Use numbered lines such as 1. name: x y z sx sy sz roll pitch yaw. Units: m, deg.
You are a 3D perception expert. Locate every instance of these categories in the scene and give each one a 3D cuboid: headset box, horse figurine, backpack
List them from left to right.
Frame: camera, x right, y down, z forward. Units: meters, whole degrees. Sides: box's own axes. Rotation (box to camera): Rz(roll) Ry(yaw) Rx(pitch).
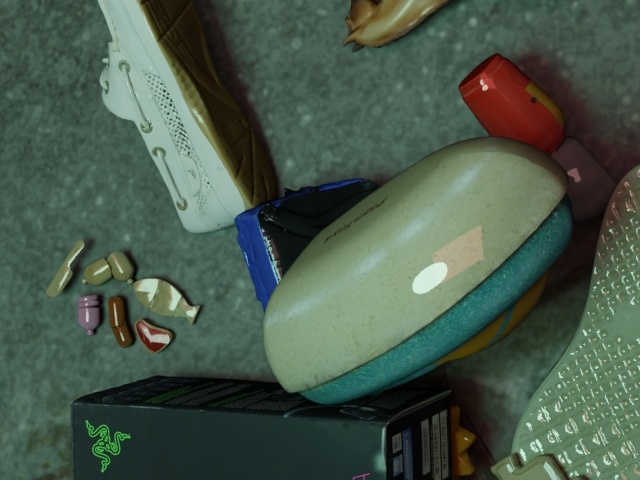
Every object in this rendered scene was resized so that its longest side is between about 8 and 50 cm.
1. headset box: -0.051 0.234 1.186 0.283 0.131 0.246 1 95 26
2. backpack: 0.000 0.000 1.245 0.120 0.101 0.098 -19 98 -21
3. horse figurine: 0.136 -0.253 1.250 0.263 0.066 0.174 -4 78 17

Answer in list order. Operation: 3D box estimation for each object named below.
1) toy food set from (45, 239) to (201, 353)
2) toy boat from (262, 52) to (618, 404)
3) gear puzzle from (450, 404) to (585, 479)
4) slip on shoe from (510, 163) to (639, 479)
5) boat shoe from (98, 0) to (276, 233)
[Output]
1. toy food set: -0.168 0.055 1.331 0.122 0.019 0.078 33 95 8
2. toy boat: 0.111 -0.005 1.120 0.148 0.318 0.267 47 138 -9
3. gear puzzle: 0.151 0.256 1.173 0.175 0.044 0.339 -43 74 38
4. slip on shoe: 0.233 0.097 1.174 0.123 0.101 0.331 22 104 29
5. boat shoe: -0.138 -0.130 1.275 0.096 0.098 0.277 -22 97 24
